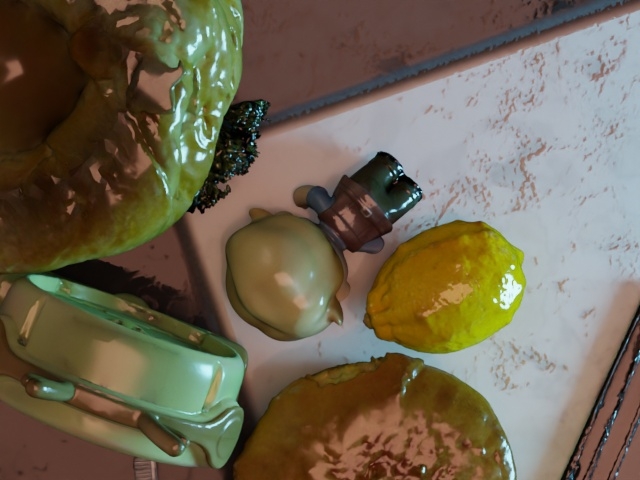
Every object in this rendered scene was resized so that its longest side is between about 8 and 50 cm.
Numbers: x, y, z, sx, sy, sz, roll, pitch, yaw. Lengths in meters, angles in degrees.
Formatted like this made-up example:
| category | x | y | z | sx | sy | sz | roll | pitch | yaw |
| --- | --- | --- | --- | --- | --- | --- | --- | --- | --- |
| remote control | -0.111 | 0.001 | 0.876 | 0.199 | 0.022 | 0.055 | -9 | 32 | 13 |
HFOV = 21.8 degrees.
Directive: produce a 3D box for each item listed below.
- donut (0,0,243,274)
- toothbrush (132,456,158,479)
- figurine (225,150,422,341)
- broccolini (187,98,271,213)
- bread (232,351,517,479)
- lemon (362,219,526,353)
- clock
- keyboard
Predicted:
| category | x | y | z | sx | sy | sz | roll | pitch | yaw |
| --- | --- | --- | --- | --- | --- | --- | --- | --- | --- |
| donut | -0.234 | -0.143 | 1.353 | 0.360 | 0.170 | 0.360 | 1 | 94 | 7 |
| toothbrush | -0.146 | 0.313 | 1.504 | 0.024 | 0.018 | 0.257 | -7 | 95 | -3 |
| figurine | 0.000 | 0.000 | 1.468 | 0.196 | 0.108 | 0.114 | -46 | 109 | -19 |
| broccolini | -0.186 | -0.101 | 1.459 | 0.271 | 0.062 | 0.123 | 17 | 87 | -1 |
| bread | 0.040 | 0.227 | 1.459 | 0.268 | 0.146 | 0.268 | 0 | 91 | -4 |
| lemon | 0.110 | 0.043 | 1.465 | 0.155 | 0.114 | 0.114 | -27 | 97 | -7 |
| clock | -0.166 | 0.104 | 1.340 | 0.235 | 0.308 | 0.096 | 22 | 92 | -9 |
| keyboard | 0.295 | 0.166 | 1.546 | 0.087 | 0.017 | 0.250 | 23 | 91 | -7 |
